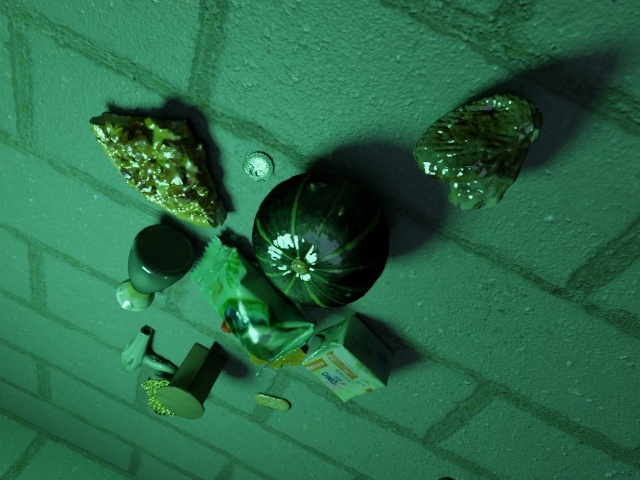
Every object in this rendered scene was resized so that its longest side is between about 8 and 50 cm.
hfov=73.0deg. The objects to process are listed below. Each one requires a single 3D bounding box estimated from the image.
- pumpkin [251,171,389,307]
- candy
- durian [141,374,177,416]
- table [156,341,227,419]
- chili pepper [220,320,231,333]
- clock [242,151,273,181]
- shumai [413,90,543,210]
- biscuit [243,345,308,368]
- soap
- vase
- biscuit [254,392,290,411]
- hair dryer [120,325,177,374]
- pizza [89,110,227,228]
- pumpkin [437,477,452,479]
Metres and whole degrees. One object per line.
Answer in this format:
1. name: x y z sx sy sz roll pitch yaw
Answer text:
1. pumpkin: 0.000 0.000 0.995 0.322 0.241 0.324 8 125 12
2. candy: -0.219 0.180 1.259 0.398 0.172 0.263 44 123 2
3. durian: -0.599 0.607 1.678 0.237 0.138 0.193 1 161 26
4. table: -0.426 0.465 1.487 0.166 0.227 0.167 9 126 12
5. chili pepper: -0.292 0.258 1.418 0.045 0.027 0.178 29 127 -1
6. clock: -0.153 -0.181 1.067 0.083 0.010 0.074 -31 109 33
7. shumai: 0.316 -0.171 0.839 0.218 0.184 0.185 -38 141 24
8. biscuit: -0.144 0.366 1.439 0.225 0.036 0.166 -8 122 21
9. soap: 0.084 0.352 1.282 0.199 0.138 0.182 45 127 -15
10. vase: -0.517 0.099 1.311 0.173 0.173 0.321 40 134 -10
11. biscuit: -0.185 0.614 1.641 0.147 0.018 0.071 9 124 15
12. hair dryer: -0.623 0.427 1.644 0.266 0.092 0.229 12 122 -6
13. pizza: -0.394 -0.186 1.093 0.409 0.114 0.277 44 132 -17
14. pumpkin: 0.467 0.900 1.606 0.083 0.028 0.050 19 130 -5
